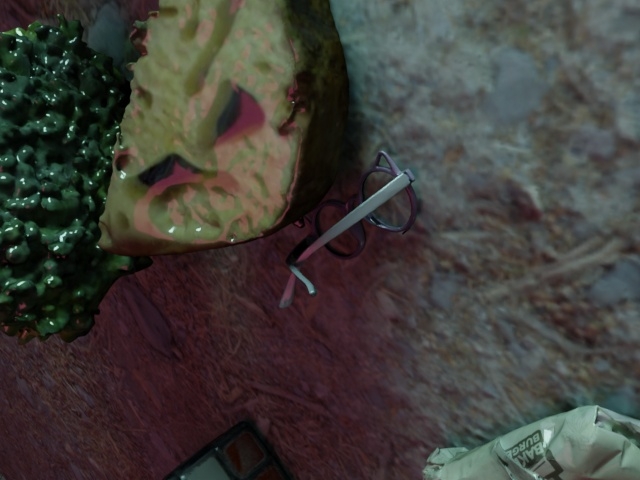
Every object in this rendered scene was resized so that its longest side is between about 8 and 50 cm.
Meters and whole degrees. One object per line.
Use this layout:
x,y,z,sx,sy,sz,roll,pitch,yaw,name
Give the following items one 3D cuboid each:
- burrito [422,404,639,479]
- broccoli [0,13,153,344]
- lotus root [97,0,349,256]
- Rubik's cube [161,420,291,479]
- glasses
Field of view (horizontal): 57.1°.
0.149,0.169,0.437,0.064,0.064,0.203,54,139,4,burrito
-0.321,-0.033,0.567,0.281,0.347,0.294,-12,100,59,broccoli
-0.068,-0.081,0.429,0.170,0.074,0.261,25,110,17,lotus root
-0.162,0.458,0.753,0.287,0.292,0.293,52,140,7,Rubik's cube
0.000,0.000,0.443,0.063,0.103,0.140,57,143,-2,glasses
